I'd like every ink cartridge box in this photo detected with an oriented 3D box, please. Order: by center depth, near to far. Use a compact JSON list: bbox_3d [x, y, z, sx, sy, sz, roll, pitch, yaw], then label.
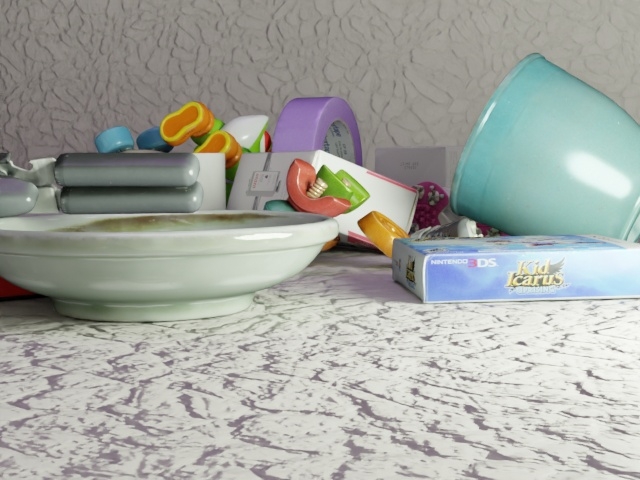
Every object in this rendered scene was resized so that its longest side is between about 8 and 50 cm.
[{"bbox_3d":[-0.002,-0.067,2.009,0.207,0.117,0.283,19,-6,-28],"label":"ink cartridge box"}]

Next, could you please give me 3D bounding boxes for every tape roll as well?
[{"bbox_3d":[-0.284,-0.066,2.034,0.246,0.169,0.246,-1,5,0],"label":"tape roll"},{"bbox_3d":[-0.003,-0.146,2.352,0.090,0.274,0.275,1,5,23],"label":"tape roll"}]

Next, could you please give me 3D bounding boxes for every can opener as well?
[{"bbox_3d":[-0.273,-0.053,1.327,0.281,0.074,0.093,-2,39,1],"label":"can opener"}]

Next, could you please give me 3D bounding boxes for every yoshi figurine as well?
[{"bbox_3d":[-0.178,-0.132,2.321,0.203,0.203,0.362,3,-10,26],"label":"yoshi figurine"}]

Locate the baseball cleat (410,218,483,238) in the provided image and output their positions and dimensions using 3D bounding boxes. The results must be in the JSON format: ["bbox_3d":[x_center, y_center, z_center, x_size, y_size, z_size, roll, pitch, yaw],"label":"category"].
[{"bbox_3d":[0.186,0.010,1.759,0.110,0.072,0.206,-14,-1,4],"label":"baseball cleat"}]

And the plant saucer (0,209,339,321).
[{"bbox_3d":[-0.179,0.025,1.279,0.401,0.100,0.400,-1,5,0],"label":"plant saucer"}]

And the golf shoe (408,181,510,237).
[{"bbox_3d":[0.258,-0.031,2.031,0.140,0.115,0.306,9,4,-36],"label":"golf shoe"}]

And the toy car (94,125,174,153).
[{"bbox_3d":[-0.382,-0.074,2.341,0.238,0.219,0.210,-33,-16,35],"label":"toy car"}]

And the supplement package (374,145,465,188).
[{"bbox_3d":[0.266,-0.095,2.291,0.178,0.175,0.293,2,5,45],"label":"supplement package"}]

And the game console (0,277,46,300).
[{"bbox_3d":[-0.497,0.034,1.481,0.342,0.060,0.387,-4,6,-36],"label":"game console"}]

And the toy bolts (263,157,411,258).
[{"bbox_3d":[0.000,0.000,1.708,0.218,0.158,0.228,46,14,23],"label":"toy bolts"}]

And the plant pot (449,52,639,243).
[{"bbox_3d":[0.370,-0.100,1.754,0.255,0.271,0.272,30,16,19],"label":"plant pot"}]

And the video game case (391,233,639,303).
[{"bbox_3d":[0.235,0.029,1.427,0.270,0.061,0.244,-1,3,-5],"label":"video game case"}]
